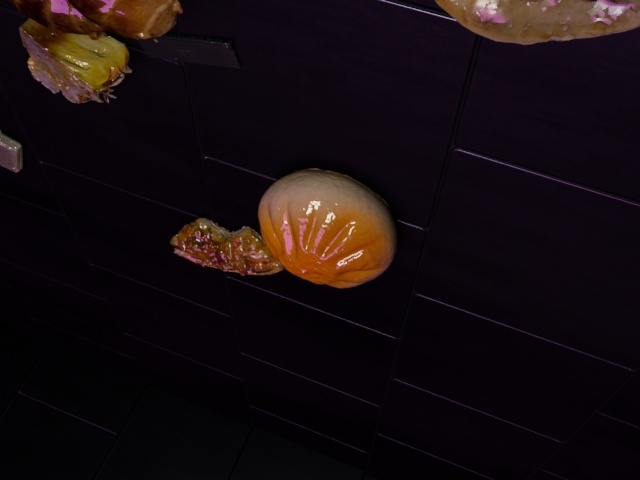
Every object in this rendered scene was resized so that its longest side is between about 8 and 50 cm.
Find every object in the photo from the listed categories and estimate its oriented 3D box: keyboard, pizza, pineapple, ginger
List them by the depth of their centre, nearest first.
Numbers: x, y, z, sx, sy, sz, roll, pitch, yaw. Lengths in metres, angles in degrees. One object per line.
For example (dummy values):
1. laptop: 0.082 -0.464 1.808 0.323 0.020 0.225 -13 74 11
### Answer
1. ginger: -0.382 -0.418 1.025 0.357 0.153 0.274 15 161 31
2. keyboard: -0.231 -0.333 1.214 0.195 0.018 0.060 13 154 21
3. pineapple: -0.467 -0.337 1.288 0.236 0.115 0.186 12 147 27
4. pizza: -0.230 0.027 1.684 0.305 0.086 0.161 13 146 18

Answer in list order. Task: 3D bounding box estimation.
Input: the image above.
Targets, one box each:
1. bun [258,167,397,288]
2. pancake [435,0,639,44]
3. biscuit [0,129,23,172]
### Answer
1. bun: 0.000 0.000 1.402 0.298 0.165 0.299 19 147 13
2. pancake: 0.254 -0.366 0.746 0.386 0.082 0.387 16 145 12
3. biscuit: -0.844 -0.254 1.753 0.199 0.041 0.121 30 147 -6
